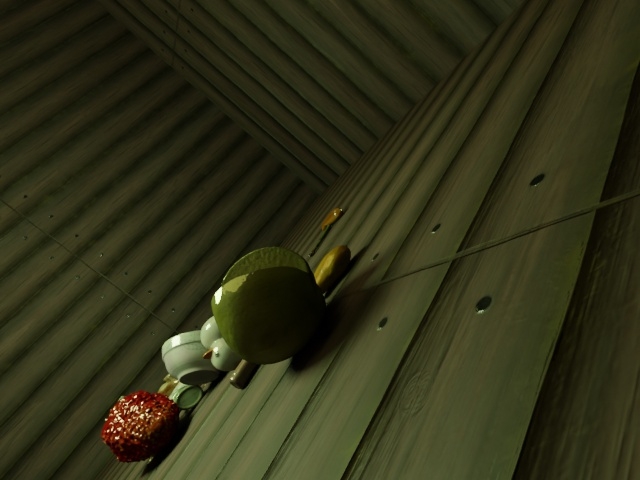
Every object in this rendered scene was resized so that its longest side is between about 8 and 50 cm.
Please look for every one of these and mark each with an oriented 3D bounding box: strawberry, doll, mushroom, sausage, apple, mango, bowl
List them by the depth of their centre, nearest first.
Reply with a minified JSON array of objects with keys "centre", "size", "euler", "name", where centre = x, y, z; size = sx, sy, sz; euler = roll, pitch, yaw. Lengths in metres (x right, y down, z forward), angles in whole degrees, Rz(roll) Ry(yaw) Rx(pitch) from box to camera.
[{"centre":[-0.126,0.158,1.039],"size":[0.254,0.291,0.292],"euler":[-26,11,7],"name":"apple"},{"centre":[0.029,0.093,1.246],"size":[0.190,0.075,0.098],"euler":[-57,1,-8],"name":"mango"},{"centre":[-0.336,0.385,1.565],"size":[0.251,0.221,0.221],"euler":[-11,-20,-39],"name":"doll"},{"centre":[-0.687,0.739,1.590],"size":[0.292,0.292,0.344],"euler":[-53,23,-23],"name":"strawberry"},{"centre":[-0.506,0.502,1.704],"size":[0.287,0.287,0.143],"euler":[-45,46,33],"name":"bowl"},{"centre":[0.058,-0.112,2.116],"size":[0.062,0.054,0.183],"euler":[-19,-19,-42],"name":"sausage"},{"centre":[-0.746,0.744,2.193],"size":[0.278,0.146,0.278],"euler":[-43,4,4],"name":"mushroom"}]

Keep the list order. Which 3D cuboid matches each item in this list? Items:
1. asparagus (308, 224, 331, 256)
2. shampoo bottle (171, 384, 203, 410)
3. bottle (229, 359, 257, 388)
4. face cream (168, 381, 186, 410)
[{"centre":[0.000,0.000,2.017],"size":[0.248,0.025,0.025],"euler":[-58,-32,-44],"name":"asparagus"},{"centre":[-0.588,0.684,1.793],"size":[0.118,0.087,0.234],"euler":[-33,-2,-31],"name":"shampoo bottle"},{"centre":[-0.232,0.400,1.303],"size":[0.053,0.053,0.140],"euler":[-39,12,52],"name":"bottle"},{"centre":[-0.684,0.754,1.995],"size":[0.082,0.082,0.269],"euler":[-42,13,42],"name":"face cream"}]
